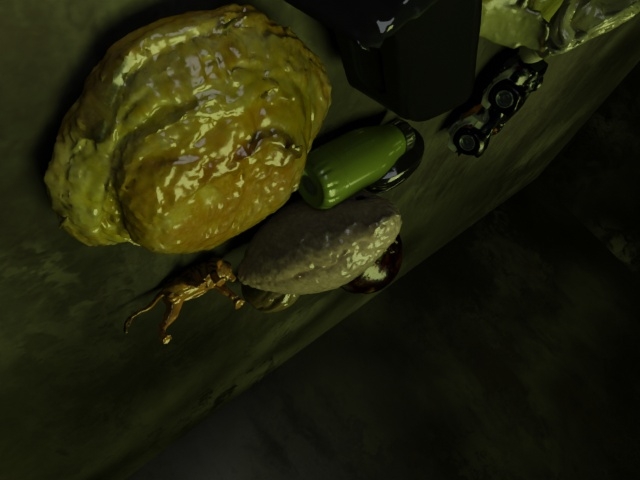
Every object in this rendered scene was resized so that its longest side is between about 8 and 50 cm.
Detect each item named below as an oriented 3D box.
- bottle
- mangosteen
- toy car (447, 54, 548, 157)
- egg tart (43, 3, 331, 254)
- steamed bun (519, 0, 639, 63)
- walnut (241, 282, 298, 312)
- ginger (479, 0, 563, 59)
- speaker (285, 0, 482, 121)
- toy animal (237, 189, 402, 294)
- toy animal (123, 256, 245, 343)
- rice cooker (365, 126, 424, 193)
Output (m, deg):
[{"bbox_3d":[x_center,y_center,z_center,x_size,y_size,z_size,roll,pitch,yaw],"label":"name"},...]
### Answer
[{"bbox_3d":[0.075,-0.159,1.132,0.260,0.112,0.112,-31,162,-28],"label":"bottle"},{"bbox_3d":[0.068,0.032,1.511,0.289,0.231,0.231,-14,179,31],"label":"mangosteen"},{"bbox_3d":[0.441,-0.344,1.457,0.193,0.118,0.301,-38,166,-40],"label":"toy car"},{"bbox_3d":[-0.134,-0.106,0.693,0.352,0.153,0.339,-15,150,-35],"label":"egg tart"},{"bbox_3d":[0.518,-0.480,1.224,0.211,0.144,0.218,-30,-167,-7],"label":"steamed bun"},{"bbox_3d":[-0.110,0.098,1.381,0.162,0.140,0.140,-32,170,31],"label":"walnut"},{"bbox_3d":[0.324,-0.375,0.780,0.358,0.211,0.413,-40,155,17],"label":"ginger"},{"bbox_3d":[0.078,-0.249,0.729,0.184,0.180,0.388,-52,163,-1],"label":"speaker"},{"bbox_3d":[-0.007,0.002,1.200,0.358,0.188,0.226,-19,-154,9],"label":"toy animal"},{"bbox_3d":[-0.267,0.100,1.132,0.255,0.116,0.114,-24,135,-31],"label":"toy animal"},{"bbox_3d":[0.149,-0.174,1.261,0.165,0.112,0.106,-40,170,3],"label":"rice cooker"}]
